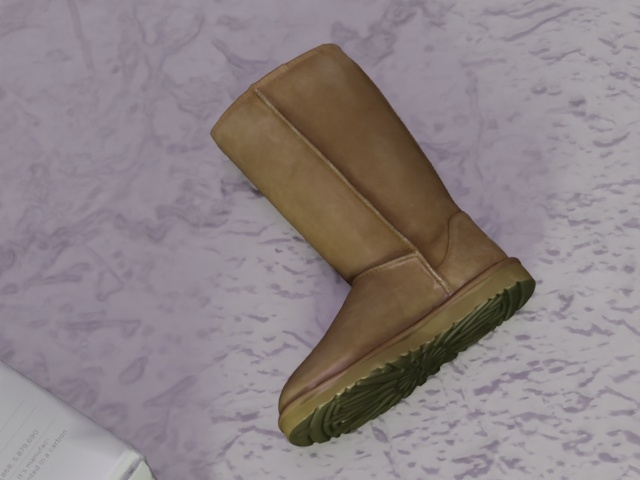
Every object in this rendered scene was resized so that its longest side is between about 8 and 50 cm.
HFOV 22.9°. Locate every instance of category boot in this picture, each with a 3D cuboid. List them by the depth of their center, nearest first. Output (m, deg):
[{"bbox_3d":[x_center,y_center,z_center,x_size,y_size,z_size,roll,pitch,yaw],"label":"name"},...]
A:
[{"bbox_3d":[0.000,0.000,1.227,0.236,0.089,0.269,-31,64,-19],"label":"boot"}]

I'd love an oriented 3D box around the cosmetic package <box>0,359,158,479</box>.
[{"bbox_3d":[-0.295,0.141,1.127,0.385,0.217,0.156,32,73,18],"label":"cosmetic package"}]
